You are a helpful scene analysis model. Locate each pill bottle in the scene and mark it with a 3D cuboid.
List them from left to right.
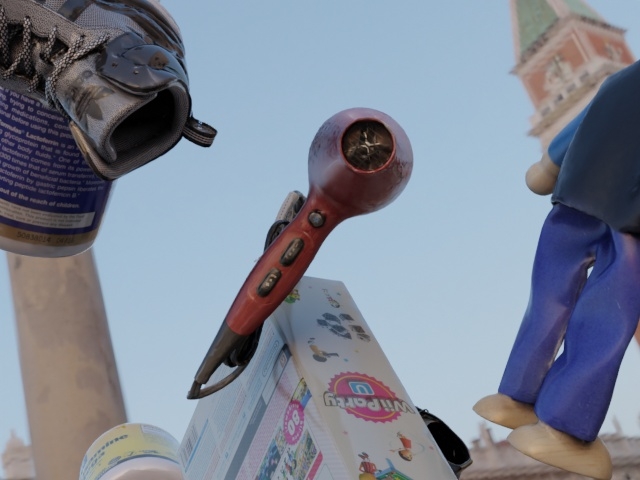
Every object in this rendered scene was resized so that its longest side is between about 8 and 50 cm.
[{"bbox_3d":[-0.248,-0.129,0.910,0.153,0.153,0.264,6,-63,-38],"label":"pill bottle"},{"bbox_3d":[-0.299,0.407,1.583,0.188,0.187,0.334,-11,6,-14],"label":"pill bottle"}]

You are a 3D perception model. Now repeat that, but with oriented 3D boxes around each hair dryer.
[{"bbox_3d":[0.000,0.000,0.725,0.080,0.223,0.293,27,-39,-2],"label":"hair dryer"}]

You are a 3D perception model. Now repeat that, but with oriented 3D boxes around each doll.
[{"bbox_3d":[0.110,-0.014,0.362,0.046,0.188,0.129,18,5,-13],"label":"doll"}]

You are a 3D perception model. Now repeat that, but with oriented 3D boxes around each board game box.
[{"bbox_3d":[-0.012,0.200,0.793,0.098,0.303,0.224,10,-61,-26],"label":"board game box"}]

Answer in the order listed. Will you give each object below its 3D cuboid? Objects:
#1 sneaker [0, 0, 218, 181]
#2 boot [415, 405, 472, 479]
[{"bbox_3d":[-0.188,-0.126,0.653,0.269,0.153,0.101,8,-54,-42],"label":"sneaker"},{"bbox_3d":[0.113,0.228,1.260,0.082,0.219,0.106,-34,-12,-32],"label":"boot"}]
